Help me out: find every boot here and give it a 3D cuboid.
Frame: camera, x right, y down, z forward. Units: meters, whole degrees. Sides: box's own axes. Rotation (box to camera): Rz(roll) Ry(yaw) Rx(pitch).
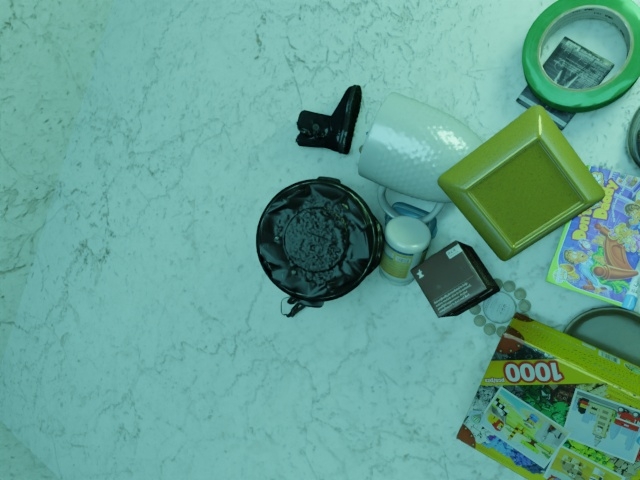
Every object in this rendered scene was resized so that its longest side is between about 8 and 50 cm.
[{"bbox_3d":[0.022,-0.435,1.803,0.207,0.094,0.247,17,104,21],"label":"boot"}]

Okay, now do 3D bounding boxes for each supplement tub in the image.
[{"bbox_3d":[0.259,0.037,1.622,0.144,0.144,0.200,32,143,22],"label":"supplement tub"}]

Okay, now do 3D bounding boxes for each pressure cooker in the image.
[{"bbox_3d":[-0.006,-0.003,1.651,0.369,0.420,0.376,-38,88,-1],"label":"pressure cooker"}]

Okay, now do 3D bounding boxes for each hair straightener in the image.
[{"bbox_3d":[-0.066,0.202,1.882,0.230,0.047,0.089,-40,74,25],"label":"hair straightener"}]

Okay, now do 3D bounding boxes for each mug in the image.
[{"bbox_3d":[0.305,-0.220,1.587,0.327,0.276,0.374,25,118,12],"label":"mug"}]

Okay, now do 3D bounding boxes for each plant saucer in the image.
[{"bbox_3d":[0.822,0.324,1.453,0.277,0.041,0.278,0,89,25],"label":"plant saucer"},{"bbox_3d":[0.546,-0.132,1.393,0.332,0.081,0.333,-38,103,21],"label":"plant saucer"}]

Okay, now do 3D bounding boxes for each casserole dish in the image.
[{"bbox_3d":[0.294,-0.058,1.707,0.188,0.037,0.114,25,101,23],"label":"casserole dish"}]

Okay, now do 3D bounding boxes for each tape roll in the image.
[{"bbox_3d":[0.739,-0.528,1.451,0.320,0.077,0.322,0,91,24],"label":"tape roll"}]

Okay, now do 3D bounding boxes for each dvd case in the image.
[{"bbox_3d":[0.714,-0.461,1.515,0.164,0.018,0.221,41,106,19],"label":"dvd case"}]

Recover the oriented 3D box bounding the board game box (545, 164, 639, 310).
[{"bbox_3d":[0.805,-0.010,1.439,0.233,0.078,0.348,20,99,24],"label":"board game box"}]

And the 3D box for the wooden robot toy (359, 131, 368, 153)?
[{"bbox_3d":[0.167,-0.302,1.765,0.079,0.076,0.174,6,93,61],"label":"wooden robot toy"}]

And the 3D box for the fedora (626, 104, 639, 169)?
[{"bbox_3d":[0.942,-0.287,1.337,0.243,0.124,0.276,21,95,24],"label":"fedora"}]

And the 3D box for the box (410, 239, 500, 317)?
[{"bbox_3d":[0.408,0.120,1.553,0.168,0.203,0.167,-36,68,22],"label":"box"}]

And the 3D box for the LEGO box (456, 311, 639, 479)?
[{"bbox_3d":[0.685,0.484,1.400,0.499,0.193,0.373,24,112,24],"label":"LEGO box"}]

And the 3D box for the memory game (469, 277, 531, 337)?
[{"bbox_3d":[0.554,0.209,1.596,0.186,0.012,0.186,0,91,26],"label":"memory game"}]
